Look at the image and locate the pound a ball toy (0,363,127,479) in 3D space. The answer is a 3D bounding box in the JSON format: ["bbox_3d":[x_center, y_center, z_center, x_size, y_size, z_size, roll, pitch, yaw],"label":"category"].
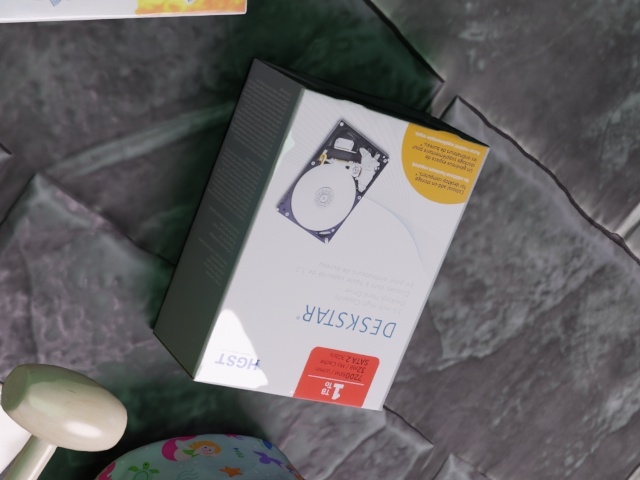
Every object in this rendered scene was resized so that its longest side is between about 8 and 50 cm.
[{"bbox_3d":[-0.299,0.156,0.831,0.319,0.208,0.136,-49,127,-2],"label":"pound a ball toy"}]

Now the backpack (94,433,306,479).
[{"bbox_3d":[-0.092,0.288,1.036,0.225,0.191,0.254,3,105,-31],"label":"backpack"}]

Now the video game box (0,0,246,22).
[{"bbox_3d":[-0.142,-0.238,0.843,0.205,0.048,0.187,-8,118,-27],"label":"video game box"}]

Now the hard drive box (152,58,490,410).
[{"bbox_3d":[0.000,0.000,1.009,0.181,0.089,0.232,13,105,-33],"label":"hard drive box"}]
